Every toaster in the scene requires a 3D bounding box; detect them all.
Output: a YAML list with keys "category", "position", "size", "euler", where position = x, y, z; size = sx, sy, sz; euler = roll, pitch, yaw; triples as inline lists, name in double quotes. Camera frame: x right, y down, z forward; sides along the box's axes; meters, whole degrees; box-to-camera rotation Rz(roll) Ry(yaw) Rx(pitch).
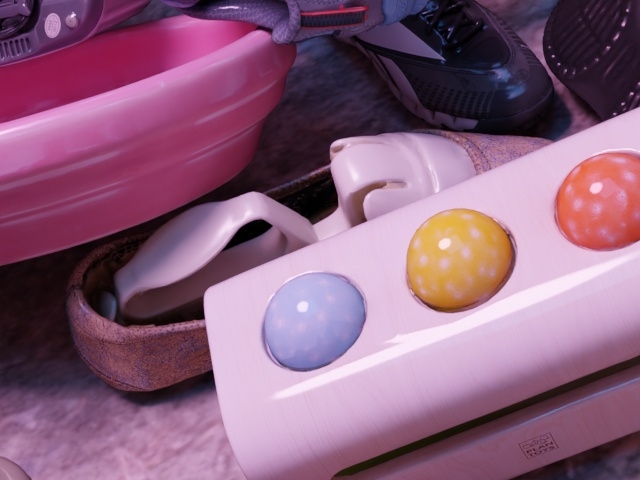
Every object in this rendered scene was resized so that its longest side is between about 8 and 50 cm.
- category: "toaster"
  position: [-0.217, -0.184, 1.100]
  size: [0.227, 0.129, 0.146]
  euler: [-9, 12, 22]

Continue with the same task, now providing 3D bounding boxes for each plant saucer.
- category: "plant saucer"
  position: [-0.169, -0.058, 0.996]
  size: [0.332, 0.084, 0.332]
  euler: [-15, 15, 4]

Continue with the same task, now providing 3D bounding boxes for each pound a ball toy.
- category: "pound a ball toy"
  position: [0.113, 0.054, 0.804]
  size: [0.319, 0.136, 0.208]
  euler: [-22, 49, 12]

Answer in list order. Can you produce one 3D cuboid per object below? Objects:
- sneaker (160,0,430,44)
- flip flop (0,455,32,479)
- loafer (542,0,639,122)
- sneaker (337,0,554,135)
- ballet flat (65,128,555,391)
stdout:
- category: "sneaker"
  position: [-0.061, -0.189, 0.940]
  size: [0.125, 0.104, 0.262]
  euler: [-31, 45, -32]
- category: "flip flop"
  position: [-0.183, 0.214, 0.840]
  size: [0.112, 0.080, 0.277]
  euler: [-18, 46, 5]
- category: "loafer"
  position: [0.196, -0.098, 0.983]
  size: [0.080, 0.078, 0.220]
  euler: [-48, 28, 23]
- category: "sneaker"
  position: [0.057, -0.150, 1.050]
  size: [0.078, 0.106, 0.234]
  euler: [-35, 46, -13]
- category: "ballet flat"
  position: [0.000, 0.000, 0.940]
  size: [0.316, 0.106, 0.107]
  euler: [-23, 54, 1]
